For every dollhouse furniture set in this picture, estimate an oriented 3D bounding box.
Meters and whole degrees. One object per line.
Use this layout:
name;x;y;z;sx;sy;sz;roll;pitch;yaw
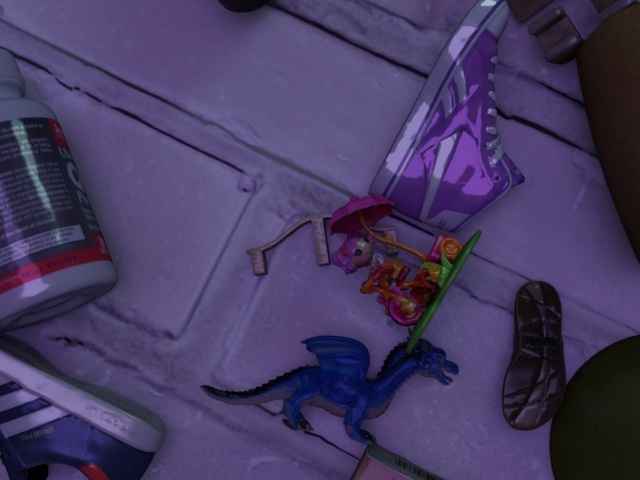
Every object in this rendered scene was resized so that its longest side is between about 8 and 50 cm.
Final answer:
dollhouse furniture set;0.327;-0.361;1.217;0.242;0.161;0.212;-34;81;25

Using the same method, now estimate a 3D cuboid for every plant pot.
plant pot;0.400;-0.133;1.140;0.237;0.237;0.254;-28;68;4
plant pot;0.392;0.232;1.056;0.275;0.293;0.274;-1;85;7

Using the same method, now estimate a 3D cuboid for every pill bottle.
pill bottle;-0.381;-0.062;1.232;0.176;0.176;0.318;-23;83;4

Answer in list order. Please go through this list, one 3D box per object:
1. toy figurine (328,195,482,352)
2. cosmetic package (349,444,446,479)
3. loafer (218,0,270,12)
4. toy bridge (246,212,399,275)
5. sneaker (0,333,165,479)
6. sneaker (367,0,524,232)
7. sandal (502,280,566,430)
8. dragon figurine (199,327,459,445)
toy figurine;0.076;0.021;1.172;0.159;0.130;0.173;31;60;7
cosmetic package;0.053;0.400;1.165;0.153;0.129;0.296;25;89;7
loafer;-0.088;-0.453;1.271;0.130;0.134;0.366;6;75;30
toy bridge;0.000;0.000;1.257;0.188;0.026;0.063;-8;84;6
sneaker;-0.370;0.211;1.231;0.350;0.131;0.148;27;87;9
sneaker;0.190;-0.144;1.217;0.161;0.102;0.282;27;99;5
sandal;0.253;0.138;1.208;0.072;0.049;0.180;7;71;2
dragon figurine;0.013;0.156;1.211;0.289;0.085;0.144;12;85;3
